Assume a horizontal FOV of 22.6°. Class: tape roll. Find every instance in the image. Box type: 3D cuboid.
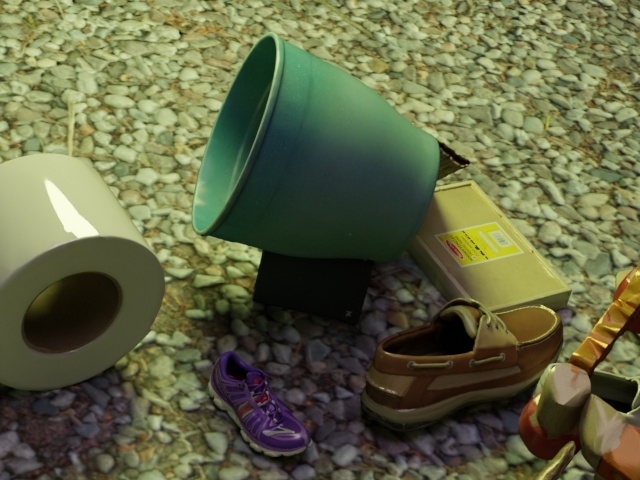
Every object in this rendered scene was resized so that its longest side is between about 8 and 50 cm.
[{"bbox_3d":[-0.334,0.039,1.955,0.246,0.246,0.169,-13,46,-30],"label":"tape roll"}]

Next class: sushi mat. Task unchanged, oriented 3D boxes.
[{"bbox_3d":[0.114,-0.128,2.278,0.151,0.316,0.019,32,83,-4],"label":"sushi mat"}]

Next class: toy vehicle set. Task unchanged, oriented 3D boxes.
[{"bbox_3d":[0.221,0.017,2.317,0.166,0.035,0.267,-11,44,-28],"label":"toy vehicle set"}]

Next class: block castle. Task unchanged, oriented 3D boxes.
[{"bbox_3d":[0.491,0.241,1.903,0.453,0.213,0.303,35,69,16],"label":"block castle"}]

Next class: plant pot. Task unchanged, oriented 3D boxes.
[{"bbox_3d":[0.004,-0.095,2.052,0.255,0.272,0.272,19,36,-16],"label":"plant pot"}]

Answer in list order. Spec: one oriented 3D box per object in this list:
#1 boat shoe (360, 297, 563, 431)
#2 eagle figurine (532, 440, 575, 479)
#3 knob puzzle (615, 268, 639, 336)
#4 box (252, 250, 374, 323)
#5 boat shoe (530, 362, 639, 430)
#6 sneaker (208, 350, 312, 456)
[{"bbox_3d":[0.193,0.140,2.071,0.324,0.120,0.122,-21,35,-36],"label":"boat shoe"},{"bbox_3d":[0.301,0.393,1.714,0.226,0.225,0.298,-40,85,-9],"label":"eagle figurine"},{"bbox_3d":[0.506,0.105,2.299,0.213,0.030,0.213,8,39,-7],"label":"knob puzzle"},{"bbox_3d":[0.000,0.000,2.214,0.153,0.108,0.207,12,38,-3],"label":"box"},{"bbox_3d":[0.410,0.218,2.081,0.267,0.088,0.096,16,38,4],"label":"boat shoe"},{"bbox_3d":[-0.077,0.201,1.970,0.068,0.071,0.170,-26,53,-39],"label":"sneaker"}]
